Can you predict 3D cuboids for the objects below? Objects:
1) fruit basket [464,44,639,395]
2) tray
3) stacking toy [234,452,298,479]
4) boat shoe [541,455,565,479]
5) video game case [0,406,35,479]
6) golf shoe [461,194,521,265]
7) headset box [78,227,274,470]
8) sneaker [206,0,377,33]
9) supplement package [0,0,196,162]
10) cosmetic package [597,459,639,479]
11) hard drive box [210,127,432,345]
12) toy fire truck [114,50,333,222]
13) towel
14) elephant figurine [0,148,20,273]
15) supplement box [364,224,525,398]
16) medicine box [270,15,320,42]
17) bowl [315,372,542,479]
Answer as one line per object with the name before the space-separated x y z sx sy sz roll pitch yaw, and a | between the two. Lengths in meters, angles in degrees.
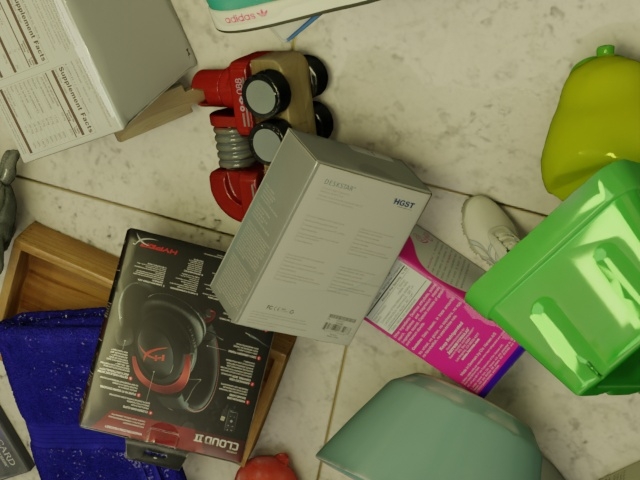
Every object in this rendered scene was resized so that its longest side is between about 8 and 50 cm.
fruit basket | 0.341 -0.023 1.617 0.392 0.392 0.283 42 117 -6
tray | -0.257 0.146 1.970 0.410 0.076 0.203 23 118 5
stacking toy | -0.125 0.447 2.081 0.308 0.130 0.279 -18 134 25
boat shoe | 0.325 0.391 1.919 0.070 0.078 0.219 -28 106 23
video game case | -0.605 0.312 2.167 0.274 0.026 0.196 -20 107 21
golf shoe | 0.240 0.011 1.740 0.176 0.069 0.086 62 159 13
headset box | -0.184 0.151 1.808 0.218 0.110 0.293 14 87 -10
sneaker | -0.002 -0.322 1.337 0.295 0.124 0.178 -12 119 21
supplement package | -0.292 -0.248 1.692 0.145 0.262 0.204 -16 108 21
cosmetic package | 0.526 0.344 1.824 0.309 0.113 0.160 -33 102 26
hard drive box | 0.000 0.000 1.695 0.181 0.089 0.232 14 114 -35
toy fire truck | -0.125 -0.128 1.783 0.246 0.158 0.217 5 112 32
towel | -0.327 0.245 1.950 0.227 0.076 0.308 -6 112 17
elephant figurine | -0.514 -0.014 1.934 0.186 0.239 0.170 -9 85 -21
supplement box | 0.160 0.086 1.806 0.220 0.111 0.114 36 117 -2
medicine box | 0.042 -0.382 1.525 0.263 0.289 0.149 -37 100 26
bowl | 0.167 0.285 1.819 0.311 0.311 0.163 28 80 2
